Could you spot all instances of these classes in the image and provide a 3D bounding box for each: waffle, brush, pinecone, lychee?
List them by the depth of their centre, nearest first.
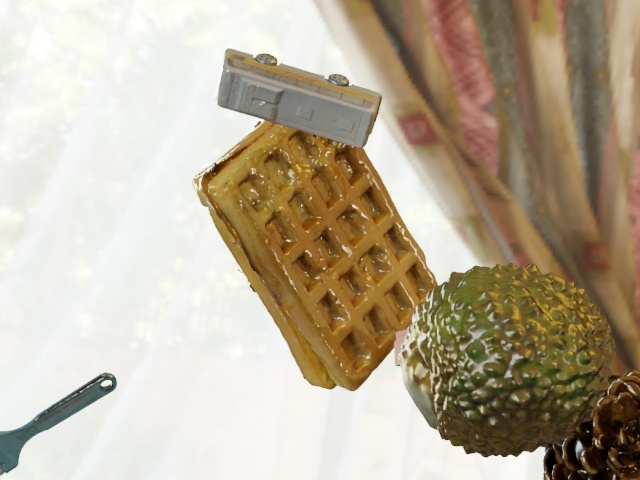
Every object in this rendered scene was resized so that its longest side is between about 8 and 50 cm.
[{"bbox_3d":[0.152,0.091,1.098,0.171,0.171,0.171,9,-4,1],"label":"lychee"},{"bbox_3d":[-0.249,0.163,1.225,0.051,0.164,0.014,56,2,-40],"label":"brush"},{"bbox_3d":[0.000,0.000,1.718,0.098,0.327,0.224,-4,33,49],"label":"waffle"},{"bbox_3d":[0.387,0.271,1.755,0.224,0.224,0.272,7,-20,18],"label":"pinecone"}]

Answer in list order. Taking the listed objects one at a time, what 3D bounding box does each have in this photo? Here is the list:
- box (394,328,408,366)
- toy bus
[{"bbox_3d":[0.164,0.134,1.692,0.125,0.043,0.089,10,-16,-25],"label":"box"},{"bbox_3d":[-0.028,-0.161,1.592,0.191,0.064,0.075,16,30,-1],"label":"toy bus"}]
